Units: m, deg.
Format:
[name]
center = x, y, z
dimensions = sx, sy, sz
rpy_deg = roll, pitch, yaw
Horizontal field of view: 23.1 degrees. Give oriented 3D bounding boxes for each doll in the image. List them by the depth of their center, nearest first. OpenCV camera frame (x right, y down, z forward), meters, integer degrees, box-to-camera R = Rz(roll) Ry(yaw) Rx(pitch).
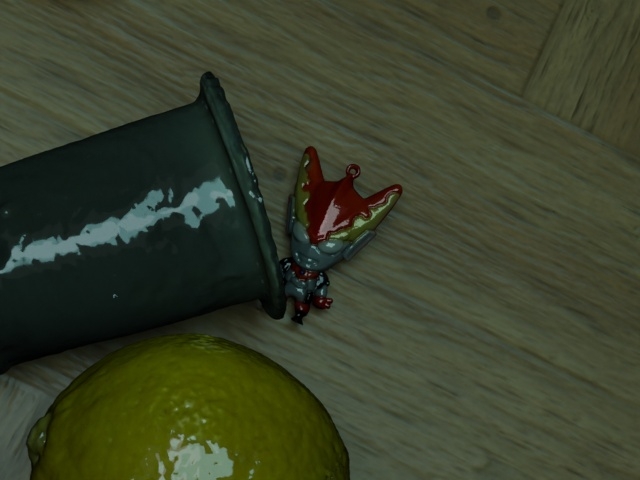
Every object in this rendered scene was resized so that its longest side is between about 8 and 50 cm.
[doll]
center = 0.000, 0.000, 1.561
dimensions = 0.109, 0.057, 0.169
rpy_deg = 24, 88, 13

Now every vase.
[vase]
center = -0.199, -0.002, 1.437
dimensions = 0.291, 0.245, 0.245
rpy_deg = -17, 80, -9

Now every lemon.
[lemon]
center = -0.112, 0.215, 1.378
dimensions = 0.293, 0.293, 0.293
rpy_deg = 2, 76, -10
